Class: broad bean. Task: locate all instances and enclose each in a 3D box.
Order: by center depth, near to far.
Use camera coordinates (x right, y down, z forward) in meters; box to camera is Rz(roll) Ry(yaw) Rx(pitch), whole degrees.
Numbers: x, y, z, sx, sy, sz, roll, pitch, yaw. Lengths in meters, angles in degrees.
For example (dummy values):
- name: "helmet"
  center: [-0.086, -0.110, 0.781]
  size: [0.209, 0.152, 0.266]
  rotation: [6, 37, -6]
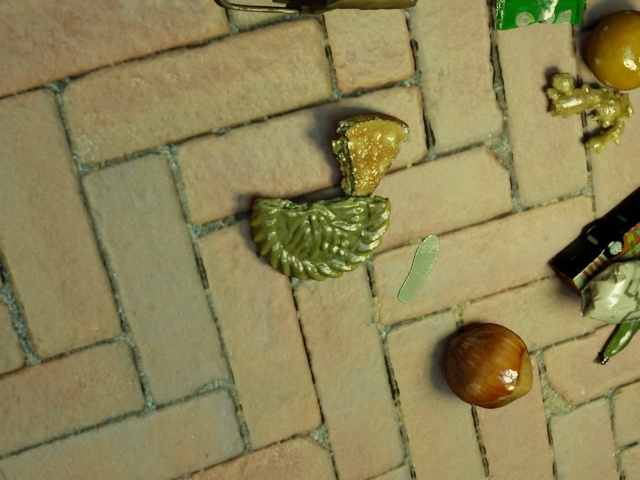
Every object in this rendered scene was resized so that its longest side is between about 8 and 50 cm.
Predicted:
- name: "broad bean"
  center: [0.706, 0.153, 2.121]
  size: [0.060, 0.043, 0.298]
  rotation: [23, 100, -15]

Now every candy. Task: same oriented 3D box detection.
- name: "candy"
  center: [0.426, -0.471, 1.803]
  size: [0.203, 0.078, 0.141]
  rotation: [-8, 109, -11]

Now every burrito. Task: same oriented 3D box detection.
- name: "burrito"
  center: [0.739, 0.106, 2.030]
  size: [0.445, 0.101, 0.139]
  rotation: [1, 108, -29]

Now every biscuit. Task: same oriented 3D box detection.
- name: "biscuit"
  center: [0.000, 0.000, 1.811]
  size: [0.273, 0.036, 0.187]
  rotation: [-4, 122, -12]

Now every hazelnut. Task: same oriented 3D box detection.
- name: "hazelnut"
  center: [0.349, 0.261, 1.966]
  size: [0.182, 0.182, 0.182]
  rotation: [-6, 109, -17]

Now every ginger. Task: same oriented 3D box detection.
- name: "ginger"
  center: [0.546, -0.269, 1.925]
  size: [0.176, 0.052, 0.193]
  rotation: [-23, 118, -12]

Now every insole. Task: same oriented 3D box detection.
- name: "insole"
  center: [0.201, 0.059, 1.937]
  size: [0.053, 0.002, 0.153]
  rotation: [25, 98, -24]

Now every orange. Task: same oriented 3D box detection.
- name: "orange"
  center: [0.601, -0.371, 1.868]
  size: [0.156, 0.124, 0.156]
  rotation: [-7, 112, -17]

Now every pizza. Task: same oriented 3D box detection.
- name: "pizza"
  center: [0.081, -0.149, 1.803]
  size: [0.185, 0.052, 0.195]
  rotation: [0, 115, -36]

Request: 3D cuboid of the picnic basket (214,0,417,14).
- name: "picnic basket"
  center: [-0.018, -0.489, 1.523]
  size: [0.320, 0.291, 0.254]
  rotation: [-3, 108, -28]

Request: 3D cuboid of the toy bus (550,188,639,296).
- name: "toy bus"
  center: [0.671, -0.042, 2.019]
  size: [0.408, 0.093, 0.092]
  rotation: [-39, 123, -3]
